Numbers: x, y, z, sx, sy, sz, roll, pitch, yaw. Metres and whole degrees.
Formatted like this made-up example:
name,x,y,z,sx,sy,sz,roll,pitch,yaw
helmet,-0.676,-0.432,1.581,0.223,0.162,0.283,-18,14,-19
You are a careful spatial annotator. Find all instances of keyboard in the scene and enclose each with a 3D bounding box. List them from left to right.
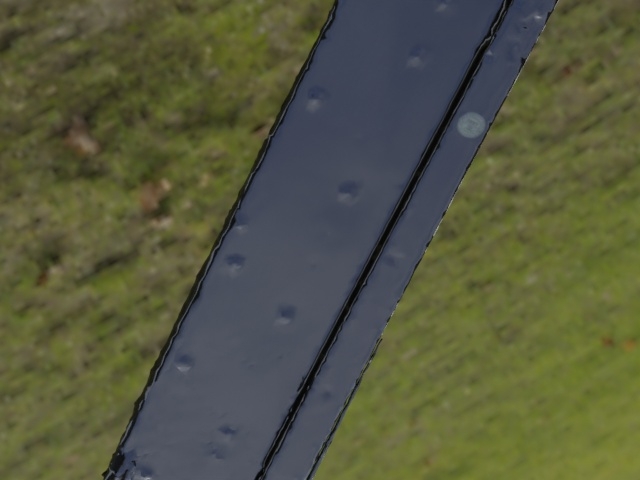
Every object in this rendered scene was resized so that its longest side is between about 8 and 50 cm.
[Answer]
name,x,y,z,sx,sy,sz,roll,pitch,yaw
keyboard,0.000,0.000,0.555,0.072,0.023,0.231,18,111,-22
